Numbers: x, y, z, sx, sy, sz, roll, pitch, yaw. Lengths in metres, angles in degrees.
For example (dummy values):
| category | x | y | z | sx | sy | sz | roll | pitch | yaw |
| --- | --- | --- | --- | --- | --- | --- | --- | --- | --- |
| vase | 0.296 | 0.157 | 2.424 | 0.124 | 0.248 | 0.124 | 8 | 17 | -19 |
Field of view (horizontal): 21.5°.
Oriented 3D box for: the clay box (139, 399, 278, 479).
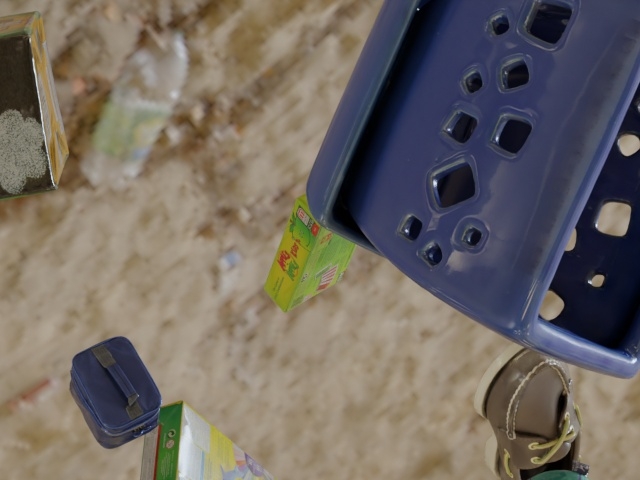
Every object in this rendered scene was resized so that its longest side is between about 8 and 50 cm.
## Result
| category | x | y | z | sx | sy | sz | roll | pitch | yaw |
| --- | --- | --- | --- | --- | --- | --- | --- | --- | --- |
| clay box | -0.108 | 0.280 | 1.794 | 0.053 | 0.127 | 0.222 | -18 | 137 | 24 |

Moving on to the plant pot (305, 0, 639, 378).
| category | x | y | z | sx | sy | sz | roll | pitch | yaw |
| --- | --- | --- | --- | --- | --- | --- | --- | --- | --- |
| plant pot | 0.137 | -0.058 | 1.165 | 0.236 | 0.212 | 0.236 | 23 | 91 | -60 |

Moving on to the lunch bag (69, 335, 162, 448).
| category | x | y | z | sx | sy | sz | roll | pitch | yaw |
| --- | --- | --- | --- | --- | --- | --- | --- | --- | --- |
| lunch bag | -0.192 | 0.145 | 1.583 | 0.067 | 0.098 | 0.065 | -26 | 158 | -21 |

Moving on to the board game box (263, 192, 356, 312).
| category | x | y | z | sx | sy | sz | roll | pitch | yaw |
| --- | --- | --- | --- | --- | --- | --- | --- | --- | --- |
| board game box | 0.000 | 0.000 | 1.906 | 0.092 | 0.043 | 0.181 | -30 | 158 | -31 |

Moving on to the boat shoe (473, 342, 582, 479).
| category | x | y | z | sx | sy | sz | roll | pitch | yaw |
| --- | --- | --- | --- | --- | --- | --- | --- | --- | --- |
| boat shoe | 0.244 | 0.211 | 1.896 | 0.116 | 0.097 | 0.324 | -32 | 150 | -13 |

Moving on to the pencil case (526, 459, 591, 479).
| category | x | y | z | sx | sy | sz | roll | pitch | yaw |
| --- | --- | --- | --- | --- | --- | --- | --- | --- | --- |
| pencil case | 0.184 | 0.242 | 1.250 | 0.070 | 0.152 | 0.064 | 10 | 133 | -8 |

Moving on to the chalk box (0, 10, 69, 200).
| category | x | y | z | sx | sy | sz | roll | pitch | yaw |
| --- | --- | --- | --- | --- | --- | --- | --- | --- | --- |
| chalk box | -0.439 | -0.134 | 1.850 | 0.289 | 0.180 | 0.179 | -8 | -165 | -2 |
